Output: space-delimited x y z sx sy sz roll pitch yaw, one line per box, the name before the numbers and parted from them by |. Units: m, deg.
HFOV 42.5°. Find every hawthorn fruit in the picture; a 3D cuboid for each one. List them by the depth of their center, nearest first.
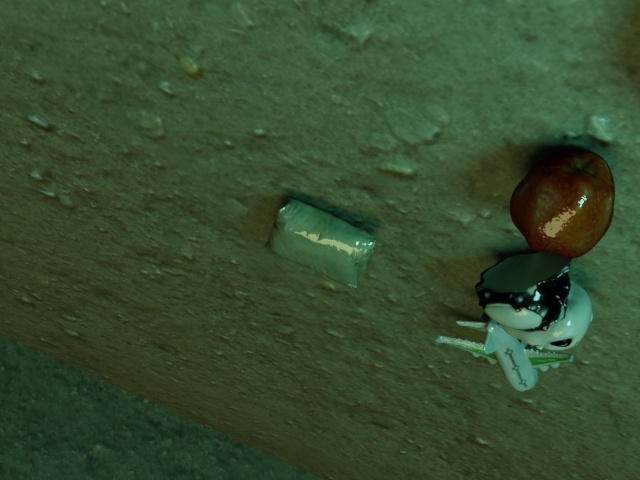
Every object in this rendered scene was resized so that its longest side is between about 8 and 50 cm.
hawthorn fruit | 0.314 -0.052 1.065 0.132 0.133 0.138 18 126 5

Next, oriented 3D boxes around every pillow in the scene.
pillow | 0.000 0.000 1.402 0.181 0.078 0.134 22 148 3

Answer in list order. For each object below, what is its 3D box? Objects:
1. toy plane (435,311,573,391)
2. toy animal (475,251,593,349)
toy plane | 0.347 0.197 1.486 0.251 0.101 0.255 4 153 36
toy animal | 0.349 0.101 1.286 0.166 0.138 0.179 9 148 53
